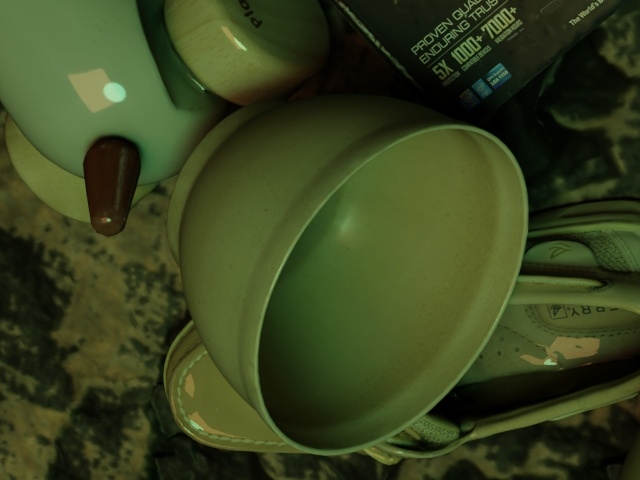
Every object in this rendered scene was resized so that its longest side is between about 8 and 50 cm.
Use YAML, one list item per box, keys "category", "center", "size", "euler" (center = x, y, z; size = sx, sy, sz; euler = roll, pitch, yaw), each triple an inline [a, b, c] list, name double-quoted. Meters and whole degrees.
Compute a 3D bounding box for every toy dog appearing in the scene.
- category: "toy dog"
  center: [-0.163, -0.115, 0.914]
  size: [0.333, 0.161, 0.220]
  euler: [23, 126, -6]

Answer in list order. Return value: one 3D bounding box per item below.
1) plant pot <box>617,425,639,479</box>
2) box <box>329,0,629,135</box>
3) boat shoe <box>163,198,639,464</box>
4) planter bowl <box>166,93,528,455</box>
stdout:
- category: "plant pot"
  center: [0.266, 0.085, 0.852]
  size: [0.284, 0.284, 0.191]
  euler: [7, 91, 16]
- category: "box"
  center: [0.084, -0.161, 0.880]
  size: [0.180, 0.077, 0.147]
  euler: [-38, 98, 30]
- category: "boat shoe"
  center: [0.044, 0.058, 0.989]
  size: [0.302, 0.098, 0.109]
  euler: [-13, 110, 24]
- category: "planter bowl"
  center: [0.000, 0.000, 0.892]
  size: [0.109, 0.162, 0.162]
  euler: [35, 128, 39]
